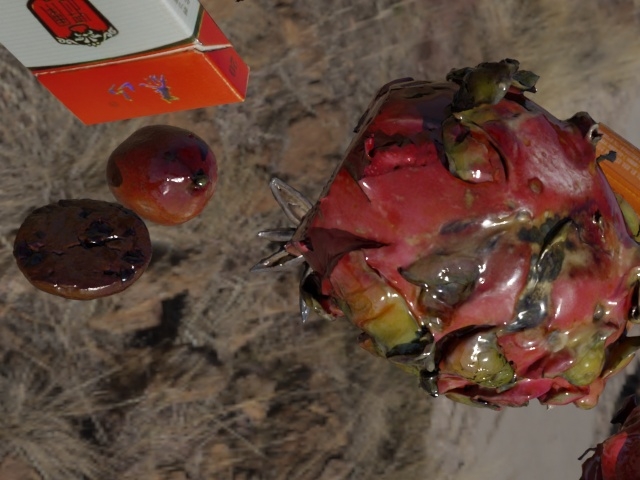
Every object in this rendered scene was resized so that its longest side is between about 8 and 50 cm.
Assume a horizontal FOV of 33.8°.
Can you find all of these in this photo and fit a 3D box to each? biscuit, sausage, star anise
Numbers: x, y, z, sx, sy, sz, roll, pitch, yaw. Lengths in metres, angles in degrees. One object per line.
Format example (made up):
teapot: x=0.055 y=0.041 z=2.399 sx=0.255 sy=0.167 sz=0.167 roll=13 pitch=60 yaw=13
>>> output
biscuit: x=-0.323 y=0.006 z=1.432 sx=0.192 sy=0.192 sz=0.049 roll=-53 pitch=156 yaw=-48
sausage: x=0.382 y=-0.036 z=1.163 sx=0.234 sy=0.071 sz=0.071 roll=40 pitch=32 yaw=16
star anise: x=0.000 y=0.000 z=1.279 sx=0.195 sy=0.182 sz=0.065 roll=52 pitch=-4 yaw=-7

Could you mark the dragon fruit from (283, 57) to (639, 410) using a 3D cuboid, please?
dragon fruit: x=0.138 y=0.004 z=0.842 sx=0.291 sy=0.269 sz=0.250 roll=31 pitch=14 yaw=1

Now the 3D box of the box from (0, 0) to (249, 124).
box: x=-0.158 y=-0.158 z=0.653 sx=0.245 sy=0.139 sz=0.035 roll=52 pitch=40 yaw=-52

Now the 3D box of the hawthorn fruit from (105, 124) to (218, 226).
hawthorn fruit: x=-0.241 y=-0.097 z=1.656 sx=0.169 sy=0.188 sz=0.169 roll=-16 pitch=117 yaw=-34

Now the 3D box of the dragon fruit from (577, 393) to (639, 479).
dragon fruit: x=0.468 y=0.342 z=1.250 sx=0.249 sy=0.386 sz=0.371 roll=-18 pitch=127 yaw=-39
